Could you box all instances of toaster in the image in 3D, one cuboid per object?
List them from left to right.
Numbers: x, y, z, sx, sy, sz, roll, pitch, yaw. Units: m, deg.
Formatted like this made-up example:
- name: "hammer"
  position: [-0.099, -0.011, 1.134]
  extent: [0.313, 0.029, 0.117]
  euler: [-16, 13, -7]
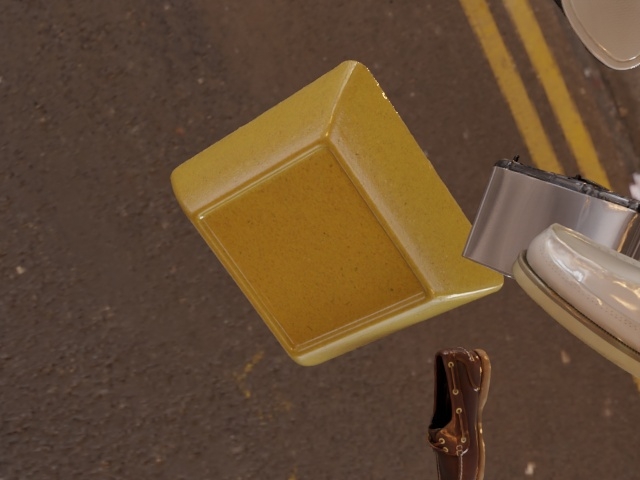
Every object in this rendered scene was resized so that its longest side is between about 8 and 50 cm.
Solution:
- name: "toaster"
  position: [0.243, 0.002, 0.934]
  extent: [0.185, 0.168, 0.110]
  euler: [20, 92, -56]

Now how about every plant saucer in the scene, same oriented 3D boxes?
- name: "plant saucer"
  position: [0.000, 0.000, 1.217]
  extent: [0.333, 0.332, 0.081]
  euler: [55, 34, -12]

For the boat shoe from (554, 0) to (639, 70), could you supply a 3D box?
- name: "boat shoe"
  position: [0.132, -0.141, 0.513]
  extent: [0.125, 0.046, 0.038]
  euler: [62, -3, 9]

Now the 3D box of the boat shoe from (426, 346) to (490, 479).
- name: "boat shoe"
  position: [0.168, 0.239, 1.275]
  extent: [0.073, 0.073, 0.207]
  euler: [3, 89, -30]

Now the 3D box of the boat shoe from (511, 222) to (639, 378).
- name: "boat shoe"
  position: [0.279, 0.059, 0.654]
  extent: [0.302, 0.103, 0.113]
  euler: [30, 23, 12]
